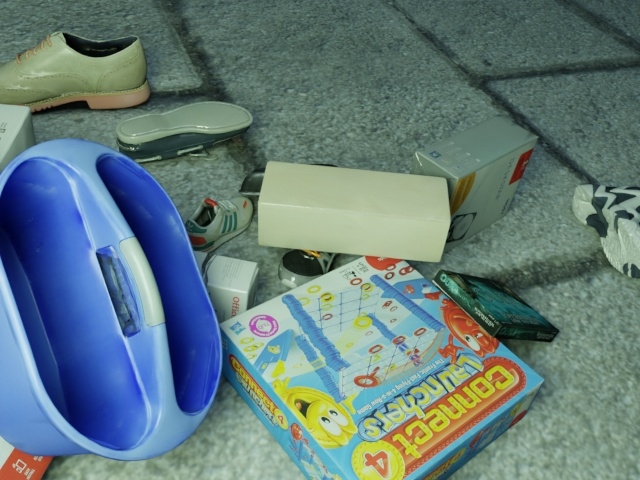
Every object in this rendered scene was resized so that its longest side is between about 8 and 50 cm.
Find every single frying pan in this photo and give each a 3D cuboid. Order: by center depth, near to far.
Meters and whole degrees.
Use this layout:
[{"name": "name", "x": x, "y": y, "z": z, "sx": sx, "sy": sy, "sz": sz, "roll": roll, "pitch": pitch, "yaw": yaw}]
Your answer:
[{"name": "frying pan", "x": 0.000, "y": -0.096, "z": 1.072, "sx": 0.197, "sy": 0.053, "sz": 0.326, "roll": -13, "pitch": 13, "yaw": -41}]

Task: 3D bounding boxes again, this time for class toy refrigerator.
[{"name": "toy refrigerator", "x": 0.048, "y": -0.040, "z": 0.974, "sx": 0.270, "sy": 0.094, "sz": 0.102, "roll": 5, "pitch": 44, "yaw": 1}]

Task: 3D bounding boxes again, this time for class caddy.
[{"name": "caddy", "x": -0.235, "y": 0.064, "z": 0.696, "sx": 0.241, "sy": 0.179, "sz": 0.341, "roll": -17, "pitch": 86, "yaw": -55}]

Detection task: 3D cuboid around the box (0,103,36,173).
[{"name": "box", "x": -0.585, "y": -0.069, "z": 0.908, "sx": 0.346, "sy": 0.214, "sz": 0.168, "roll": 4, "pitch": 41, "yaw": -7}]

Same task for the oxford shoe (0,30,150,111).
[{"name": "oxford shoe", "x": -0.541, "y": -0.343, "z": 1.283, "sx": 0.397, "sy": 0.146, "sz": 0.140, "roll": -9, "pitch": 45, "yaw": -21}]

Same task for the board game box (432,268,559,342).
[{"name": "board game box", "x": 0.259, "y": 0.097, "z": 0.960, "sx": 0.186, "sy": 0.026, "sz": 0.126, "roll": 12, "pitch": 26, "yaw": -47}]

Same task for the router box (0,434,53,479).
[{"name": "router box", "x": -0.389, "y": 0.109, "z": 0.695, "sx": 0.082, "sy": 0.301, "sz": 0.335, "roll": -21, "pitch": 31, "yaw": 29}]

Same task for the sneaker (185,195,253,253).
[{"name": "sneaker", "x": -0.162, "y": -0.042, "z": 1.067, "sx": 0.057, "sy": 0.075, "sz": 0.161, "roll": 29, "pitch": 44, "yaw": 20}]

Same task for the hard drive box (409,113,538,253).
[{"name": "hard drive box", "x": 0.249, "y": -0.094, "z": 1.131, "sx": 0.232, "sy": 0.181, "sz": 0.089, "roll": -28, "pitch": 54, "yaw": -35}]

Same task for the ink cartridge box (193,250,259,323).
[{"name": "ink cartridge box", "x": -0.167, "y": 0.075, "z": 0.905, "sx": 0.151, "sy": 0.109, "sz": 0.063, "roll": 11, "pitch": 40, "yaw": 2}]

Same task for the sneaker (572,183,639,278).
[{"name": "sneaker", "x": 0.581, "y": -0.028, "z": 1.187, "sx": 0.153, "sy": 0.094, "sz": 0.235, "roll": -8, "pitch": 33, "yaw": -8}]

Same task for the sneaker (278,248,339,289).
[{"name": "sneaker", "x": 0.000, "y": 0.000, "z": 1.048, "sx": 0.084, "sy": 0.083, "sz": 0.215, "roll": 25, "pitch": 44, "yaw": 14}]

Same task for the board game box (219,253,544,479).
[{"name": "board game box", "x": 0.072, "y": 0.173, "z": 0.859, "sx": 0.308, "sy": 0.086, "sz": 0.302, "roll": -24, "pitch": 50, "yaw": -33}]

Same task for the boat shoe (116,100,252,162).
[{"name": "boat shoe", "x": -0.250, "y": -0.195, "z": 1.224, "sx": 0.255, "sy": 0.079, "sz": 0.095, "roll": -18, "pitch": 50, "yaw": -26}]
